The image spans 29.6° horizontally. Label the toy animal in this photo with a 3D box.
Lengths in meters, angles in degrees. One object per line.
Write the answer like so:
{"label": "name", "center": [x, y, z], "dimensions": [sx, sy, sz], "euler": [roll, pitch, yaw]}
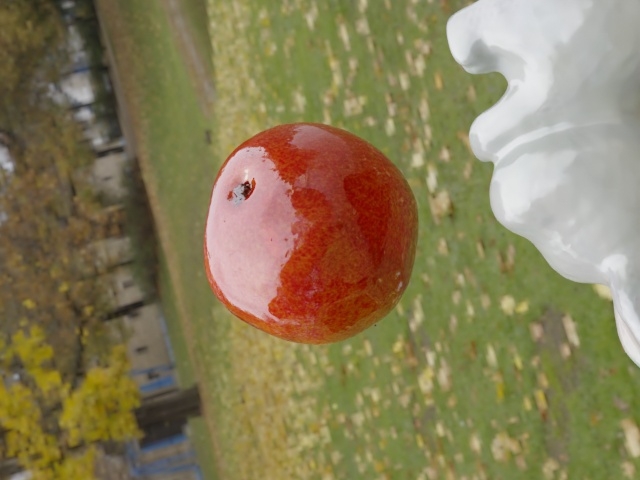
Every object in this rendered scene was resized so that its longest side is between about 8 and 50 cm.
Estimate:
{"label": "toy animal", "center": [0.267, -0.073, 1.064], "dimensions": [0.241, 0.196, 0.367], "euler": [-7, 96, 39]}

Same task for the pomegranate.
{"label": "pomegranate", "center": [0.000, 0.000, 1.220], "dimensions": [0.257, 0.221, 0.221], "euler": [44, -158, -55]}
